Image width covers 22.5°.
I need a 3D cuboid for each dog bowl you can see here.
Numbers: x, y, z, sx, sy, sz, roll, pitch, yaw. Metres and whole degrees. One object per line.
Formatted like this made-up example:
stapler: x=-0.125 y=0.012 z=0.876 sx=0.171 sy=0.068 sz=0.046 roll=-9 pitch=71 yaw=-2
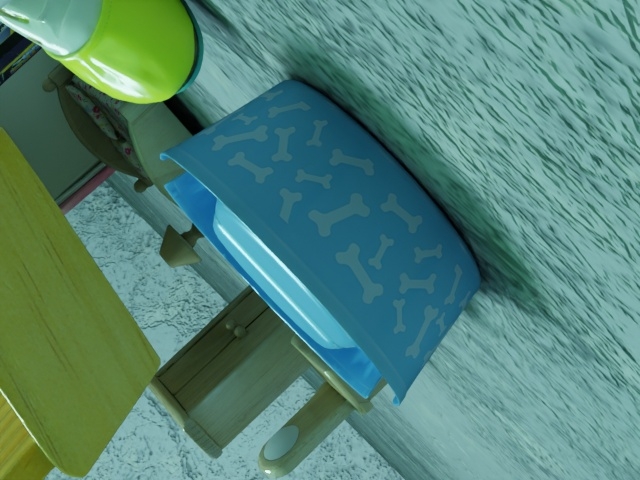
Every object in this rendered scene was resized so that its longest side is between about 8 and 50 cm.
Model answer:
dog bowl: x=0.000 y=0.000 z=0.842 sx=0.166 sy=0.074 sz=0.297 roll=46 pitch=173 yaw=0

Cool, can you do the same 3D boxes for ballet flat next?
ballet flat: x=-0.153 y=-0.144 z=0.868 sx=0.077 sy=0.077 sz=0.231 roll=3 pitch=-148 yaw=-45

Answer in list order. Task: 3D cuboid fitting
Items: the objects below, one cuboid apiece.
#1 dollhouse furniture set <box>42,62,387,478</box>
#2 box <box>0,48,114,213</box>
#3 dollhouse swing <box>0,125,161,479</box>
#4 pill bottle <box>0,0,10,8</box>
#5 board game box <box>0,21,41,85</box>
dollhouse furniture set: x=-0.141 y=-0.009 z=1.269 sx=0.355 sy=0.174 sz=0.303 roll=49 pitch=173 yaw=-27
box: x=-0.257 y=-0.120 z=1.552 sx=0.148 sy=0.127 sz=0.232 roll=48 pitch=174 yaw=-3
dollhouse swing: x=-0.335 y=0.098 z=1.347 sx=0.315 sy=0.305 sz=0.347 roll=58 pitch=168 yaw=-15
pill bottle: x=-0.232 y=-0.195 z=0.780 sx=0.208 sy=0.118 sz=0.117 roll=59 pitch=173 yaw=-2
board game box: x=-0.284 y=-0.192 z=1.203 sx=0.170 sy=0.141 sz=0.048 roll=47 pitch=172 yaw=-2
